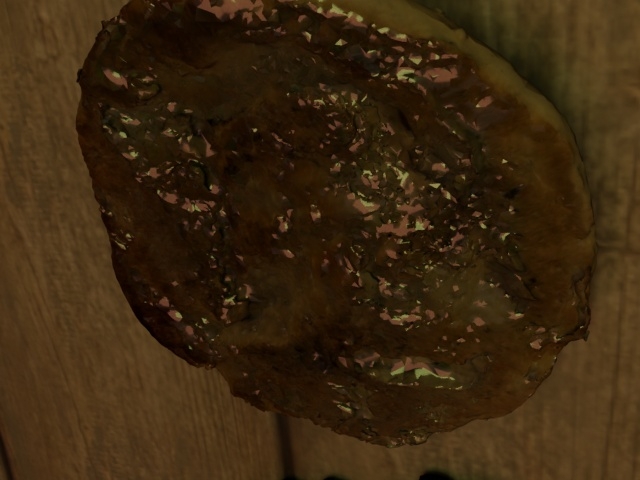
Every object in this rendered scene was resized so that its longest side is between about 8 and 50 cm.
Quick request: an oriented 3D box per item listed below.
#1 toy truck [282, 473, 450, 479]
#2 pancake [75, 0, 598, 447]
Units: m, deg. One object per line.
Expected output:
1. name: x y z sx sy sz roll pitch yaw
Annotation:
1. toy truck: 0.030 0.259 0.633 0.242 0.101 0.125 -13 111 33
2. pancake: -0.001 0.001 0.519 0.356 0.065 0.356 14 131 17
